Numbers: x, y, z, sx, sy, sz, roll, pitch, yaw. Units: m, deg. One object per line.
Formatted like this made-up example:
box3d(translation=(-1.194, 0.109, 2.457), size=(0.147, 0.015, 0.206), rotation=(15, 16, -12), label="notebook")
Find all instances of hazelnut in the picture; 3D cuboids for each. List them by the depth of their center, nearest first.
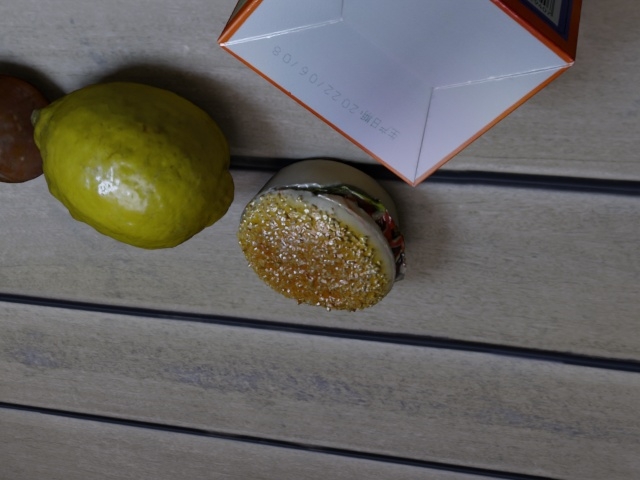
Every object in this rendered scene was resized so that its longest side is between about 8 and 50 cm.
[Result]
box3d(translation=(-0.546, -0.191, 1.810), size=(0.214, 0.214, 0.176), rotation=(27, 107, -9), label="hazelnut")

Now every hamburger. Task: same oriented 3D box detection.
box3d(translation=(0.000, 0.000, 1.830), size=(0.302, 0.170, 0.302), rotation=(11, 137, 11), label="hamburger")

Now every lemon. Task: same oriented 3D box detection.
box3d(translation=(-0.303, -0.127, 1.737), size=(0.316, 0.285, 0.285), rotation=(20, 142, -31), label="lemon")

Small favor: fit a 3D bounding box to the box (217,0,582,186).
box3d(translation=(0.113, -0.320, 1.394), size=(0.349, 0.257, 0.318), rotation=(34, 137, -17), label="box")
